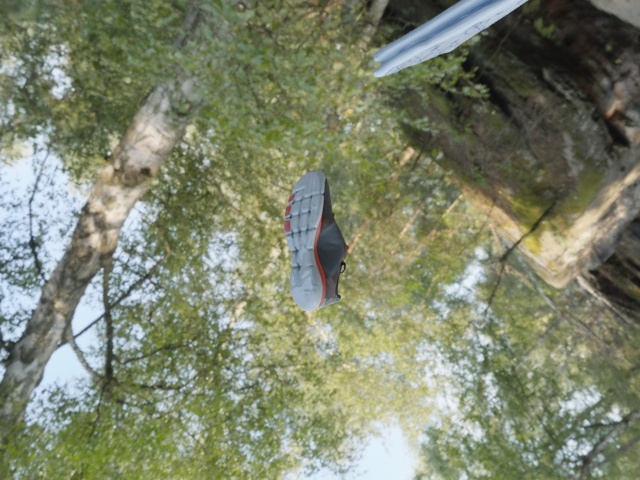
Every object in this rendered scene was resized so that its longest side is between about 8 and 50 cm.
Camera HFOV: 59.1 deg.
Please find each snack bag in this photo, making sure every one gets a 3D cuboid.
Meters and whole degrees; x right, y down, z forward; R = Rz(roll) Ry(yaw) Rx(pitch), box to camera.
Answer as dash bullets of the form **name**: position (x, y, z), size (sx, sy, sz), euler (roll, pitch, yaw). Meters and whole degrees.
- **snack bag**: position (0.259, -0.295, 0.631), size (0.342, 0.323, 0.037), euler (-38, -77, -44)

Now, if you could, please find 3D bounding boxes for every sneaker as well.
- **sneaker**: position (0.000, 0.000, 0.646), size (0.065, 0.158, 0.061), euler (1, -178, -41)
